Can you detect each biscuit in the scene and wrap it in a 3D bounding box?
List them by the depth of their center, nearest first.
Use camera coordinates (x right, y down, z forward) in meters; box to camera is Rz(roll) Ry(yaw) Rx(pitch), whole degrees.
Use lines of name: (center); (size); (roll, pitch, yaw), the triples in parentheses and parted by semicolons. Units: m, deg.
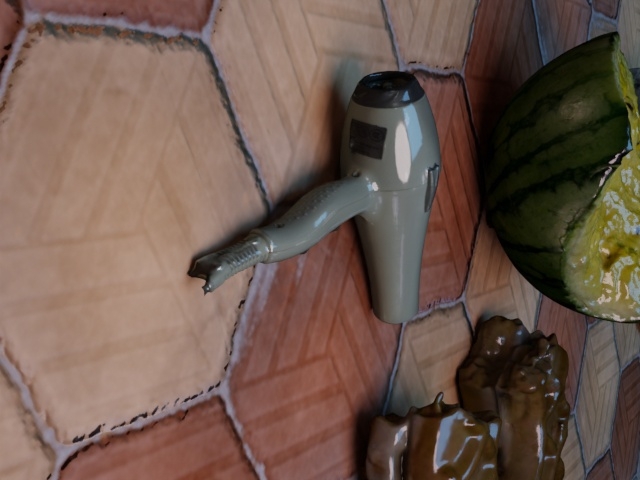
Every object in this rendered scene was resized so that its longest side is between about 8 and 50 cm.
biscuit: (0.169, 0.243, 0.911); (0.366, 0.115, 0.268); (-16, 106, -54)

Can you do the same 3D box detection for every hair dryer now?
hair dryer: (0.017, 0.017, 0.717); (0.267, 0.092, 0.229); (-47, 138, -26)

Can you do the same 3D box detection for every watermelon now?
watermelon: (0.284, -0.072, 0.998); (0.331, 0.189, 0.331); (-4, 90, -73)

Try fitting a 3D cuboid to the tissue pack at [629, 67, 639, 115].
tissue pack: (0.598, -0.164, 1.465); (0.081, 0.185, 0.257); (16, 80, -56)
